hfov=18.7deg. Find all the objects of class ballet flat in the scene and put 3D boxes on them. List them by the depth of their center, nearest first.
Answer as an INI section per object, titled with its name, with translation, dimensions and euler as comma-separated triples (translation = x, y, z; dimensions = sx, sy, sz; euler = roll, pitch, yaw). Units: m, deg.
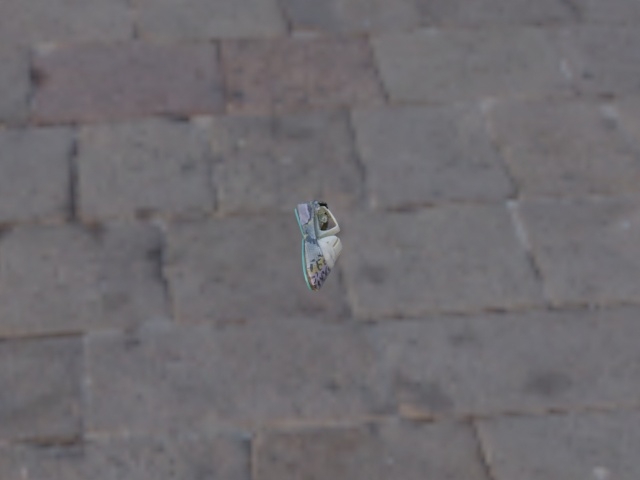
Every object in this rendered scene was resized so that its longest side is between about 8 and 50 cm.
[ballet flat]
translation = 0.000, 0.000, 1.795
dimensions = 0.041, 0.041, 0.114
euler = -2, 39, -5
